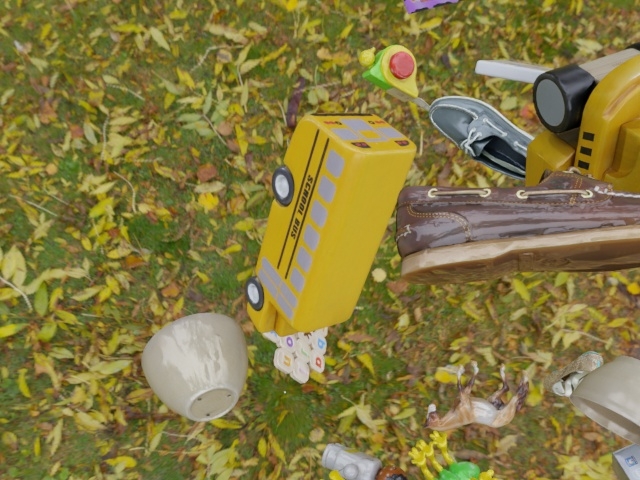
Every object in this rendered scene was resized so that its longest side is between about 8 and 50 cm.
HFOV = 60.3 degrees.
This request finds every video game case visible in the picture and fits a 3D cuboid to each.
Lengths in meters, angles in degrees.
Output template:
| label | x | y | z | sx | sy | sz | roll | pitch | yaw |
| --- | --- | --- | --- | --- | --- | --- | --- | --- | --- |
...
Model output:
| label | x | y | z | sx | sy | sz | roll | pitch | yaw |
| --- | --- | --- | --- | --- | --- | --- | --- | --- | --- |
| video game case | 0.420 | -0.303 | 1.016 | 0.227 | 0.206 | 0.026 | 18 | 114 | 23 |

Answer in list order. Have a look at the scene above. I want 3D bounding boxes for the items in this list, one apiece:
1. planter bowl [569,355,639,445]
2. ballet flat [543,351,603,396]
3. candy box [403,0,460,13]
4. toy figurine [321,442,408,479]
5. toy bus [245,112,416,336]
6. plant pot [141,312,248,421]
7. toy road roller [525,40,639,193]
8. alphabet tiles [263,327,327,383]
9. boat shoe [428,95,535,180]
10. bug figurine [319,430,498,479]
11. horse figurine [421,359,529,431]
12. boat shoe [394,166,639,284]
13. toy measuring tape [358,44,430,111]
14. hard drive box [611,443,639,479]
| label | x | y | z | sx | sy | sz | roll | pitch | yaw |
| --- | --- | --- | --- | --- | --- | --- | --- | --- | --- |
| planter bowl | 0.527 | 0.266 | 0.936 | 0.162 | 0.162 | 0.109 | 34 | 79 | 6 |
| ballet flat | 0.628 | 0.351 | 1.383 | 0.073 | 0.206 | 0.067 | 19 | 48 | -2 |
| candy box | 0.184 | -0.411 | 0.730 | 0.070 | 0.196 | 0.164 | -46 | 125 | -30 |
| toy figurine | 0.048 | 0.433 | 0.816 | 0.148 | 0.213 | 0.209 | 13 | 35 | 32 |
| toy bus | 0.000 | 0.000 | 0.714 | 0.108 | 0.332 | 0.130 | -11 | 43 | -37 |
| plant pot | -0.308 | 0.360 | 1.454 | 0.284 | 0.284 | 0.191 | -25 | 45 | -10 |
| toy road roller | 0.456 | -0.117 | 0.819 | 0.203 | 0.329 | 0.240 | -18 | 42 | -5 |
| alphabet tiles | -0.068 | 0.247 | 1.555 | 0.021 | 0.278 | 0.284 | -19 | 47 | 30 |
| boat shoe | 0.388 | -0.242 | 1.306 | 0.319 | 0.116 | 0.099 | 34 | 42 | 15 |
| bug figurine | 0.116 | 0.316 | 0.520 | 0.216 | 0.072 | 0.279 | -29 | 35 | -20 |
| horse figurine | 0.374 | 0.364 | 1.258 | 0.263 | 0.066 | 0.174 | 8 | 99 | -19 |
| boat shoe | 0.153 | -0.015 | 0.365 | 0.207 | 0.073 | 0.073 | -3 | 68 | 8 |
| toy measuring tape | 0.246 | -0.429 | 1.469 | 0.330 | 0.121 | 0.121 | 22 | 73 | -24 |
| hard drive box | 0.672 | 0.400 | 1.018 | 0.232 | 0.181 | 0.089 | -30 | 52 | 9 |
